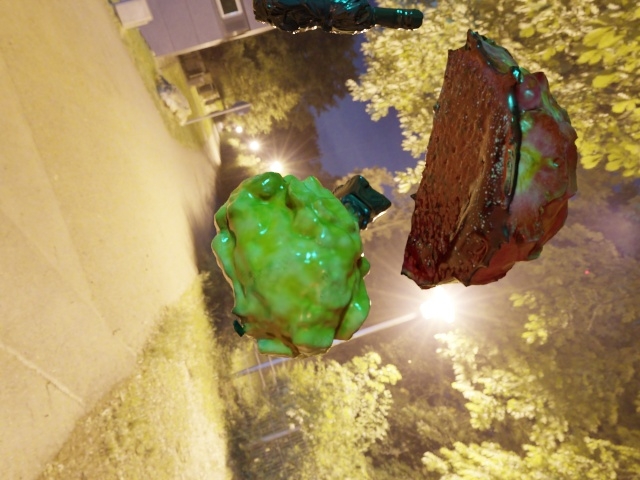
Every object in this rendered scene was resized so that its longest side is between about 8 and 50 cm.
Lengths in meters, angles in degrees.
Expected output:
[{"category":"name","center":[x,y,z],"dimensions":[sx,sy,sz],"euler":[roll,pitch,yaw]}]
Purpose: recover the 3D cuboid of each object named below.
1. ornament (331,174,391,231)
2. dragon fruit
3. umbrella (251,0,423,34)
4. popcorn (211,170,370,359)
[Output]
[{"category":"ornament","center":[0.000,0.000,1.047],"dimensions":[0.106,0.260,0.251],"euler":[45,-23,-8]},{"category":"dragon fruit","center":[0.178,-0.067,0.506],"dimensions":[0.163,0.189,0.262],"euler":[22,-65,40]},{"category":"umbrella","center":[0.026,-0.320,0.721],"dimensions":[0.071,0.248,0.071],"euler":[-179,-90,-72]},{"category":"popcorn","center":[-0.047,0.041,0.753],"dimensions":[0.252,0.215,0.286],"euler":[-59,-136,44]}]
